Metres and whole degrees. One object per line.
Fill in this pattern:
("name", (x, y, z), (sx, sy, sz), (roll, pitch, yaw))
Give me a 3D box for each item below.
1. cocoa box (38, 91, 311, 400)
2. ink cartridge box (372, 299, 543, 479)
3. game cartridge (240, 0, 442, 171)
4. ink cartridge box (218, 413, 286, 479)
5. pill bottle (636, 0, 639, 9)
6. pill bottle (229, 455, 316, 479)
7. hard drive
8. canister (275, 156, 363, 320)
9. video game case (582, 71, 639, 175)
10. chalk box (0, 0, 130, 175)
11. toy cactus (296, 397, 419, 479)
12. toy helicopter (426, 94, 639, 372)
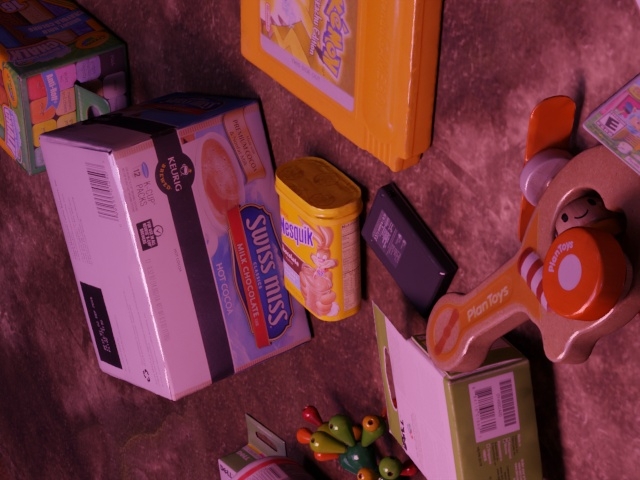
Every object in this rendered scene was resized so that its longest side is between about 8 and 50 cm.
("cocoa box", (-0.191, -0.002, 2.141), (0.231, 0.228, 0.347), (13, 120, 56))
("ink cartridge box", (0.151, 0.179, 1.825), (0.255, 0.097, 0.189), (-134, 32, -64))
("game cartridge", (0.015, -0.263, 1.799), (0.323, 0.052, 0.285), (42, 142, 41))
("ink cartridge box", (-0.096, 0.378, 2.407), (0.109, 0.062, 0.209), (30, 133, 50))
("pill bottle", (0.309, -0.163, 1.344), (0.067, 0.067, 0.120), (-33, 80, 61))
("pill bottle", (-0.011, 0.433, 2.196), (0.283, 0.161, 0.161), (38, 139, 43))
("hard drive", (0.101, 0.013, 1.866), (0.135, 0.022, 0.094), (55, 148, 24))
("canister", (0.000, 0.000, 1.977), (0.126, 0.073, 0.170), (41, 143, 46))
("video game case", (0.342, -0.070, 1.302), (0.212, 0.023, 0.193), (40, 150, -4))
("chalk box", (-0.400, -0.227, 2.399), (0.289, 0.179, 0.180), (41, 141, 41))
("toy cactus", (0.067, 0.284, 2.054), (0.219, 0.112, 0.180), (2, 129, 57))
("toy helicopter", (0.207, 0.019, 1.561), (0.355, 0.140, 0.235), (-41, 50, 48))
